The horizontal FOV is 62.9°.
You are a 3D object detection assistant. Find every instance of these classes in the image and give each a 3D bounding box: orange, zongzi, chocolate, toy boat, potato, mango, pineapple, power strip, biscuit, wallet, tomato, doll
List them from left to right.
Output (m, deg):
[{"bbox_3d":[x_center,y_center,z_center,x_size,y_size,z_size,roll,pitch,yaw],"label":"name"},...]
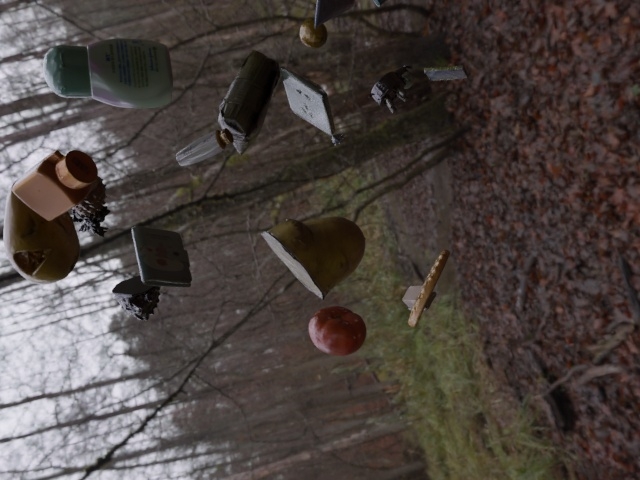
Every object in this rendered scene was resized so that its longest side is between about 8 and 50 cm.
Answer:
[{"bbox_3d":[-0.922,-0.033,1.709,0.253,0.182,0.365,54,-167,-82],"label":"mango"},{"bbox_3d":[-0.887,-0.122,1.981,0.310,0.170,0.141,110,150,-51],"label":"pineapple"},{"bbox_3d":[-0.815,0.273,2.392,0.206,0.224,0.177,-39,-52,-54],"label":"chocolate"},{"bbox_3d":[-0.726,0.076,2.406,0.083,0.252,0.360,-55,43,29],"label":"wallet"},{"bbox_3d":[-0.229,-0.434,1.718,0.300,0.138,0.286,103,-171,-78],"label":"zongzi"},{"bbox_3d":[-0.025,-0.449,1.651,0.198,0.064,0.213,37,167,21],"label":"power strip"},{"bbox_3d":[-0.019,-0.627,1.586,0.095,0.085,0.085,42,162,31],"label":"orange"},{"bbox_3d":[0.000,0.000,1.861,0.289,0.296,0.397,34,162,45],"label":"potato"},{"bbox_3d":[0.074,-0.448,2.310,0.114,0.057,0.039,-8,-102,-69],"label":"doll"},{"bbox_3d":[0.074,0.400,2.279,0.260,0.259,0.180,-103,14,-74],"label":"tomato"},{"bbox_3d":[0.371,0.187,1.850,0.204,0.040,0.309,-42,-26,-61],"label":"biscuit"},{"bbox_3d":[0.357,-0.476,1.487,0.063,0.114,0.016,21,-103,-58],"label":"toy boat"}]

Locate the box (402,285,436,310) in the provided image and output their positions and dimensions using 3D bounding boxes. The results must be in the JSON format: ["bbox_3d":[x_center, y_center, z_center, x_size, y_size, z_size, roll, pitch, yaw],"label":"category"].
[{"bbox_3d":[0.381,0.222,2.038,0.062,0.089,0.122,41,157,-17],"label":"box"}]

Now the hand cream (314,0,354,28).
[{"bbox_3d":[0.034,-0.588,1.293,0.256,0.055,0.088,-58,-17,-54],"label":"hand cream"}]

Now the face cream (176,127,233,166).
[{"bbox_3d":[-0.345,-0.277,1.558,0.051,0.182,0.072,37,-144,-59],"label":"face cream"}]

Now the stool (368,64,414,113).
[{"bbox_3d":[0.283,-0.573,1.969,0.121,0.217,0.125,47,160,14],"label":"stool"}]

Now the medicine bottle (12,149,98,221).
[{"bbox_3d":[-0.753,-0.167,1.508,0.149,0.222,0.112,49,-148,-30],"label":"medicine bottle"}]

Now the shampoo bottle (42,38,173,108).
[{"bbox_3d":[-0.622,-0.493,1.540,0.151,0.349,0.222,139,122,-63],"label":"shampoo bottle"}]

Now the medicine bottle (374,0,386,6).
[{"bbox_3d":[0.246,-0.756,1.515,0.054,0.208,0.090,54,-176,-27],"label":"medicine bottle"}]
